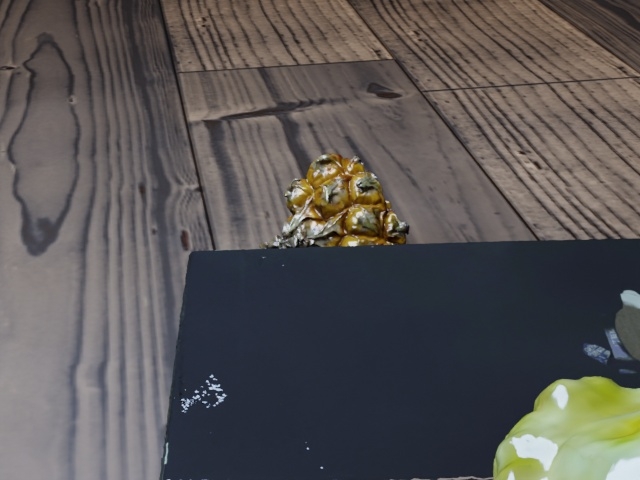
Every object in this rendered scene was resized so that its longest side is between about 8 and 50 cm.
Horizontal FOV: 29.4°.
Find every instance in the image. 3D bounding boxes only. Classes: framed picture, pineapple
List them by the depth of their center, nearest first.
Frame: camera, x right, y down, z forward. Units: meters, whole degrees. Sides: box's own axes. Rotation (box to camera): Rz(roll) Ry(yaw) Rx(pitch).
[{"bbox_3d":[0.071,0.068,0.759,0.324,0.013,0.244,-1,32,-1],"label":"framed picture"},{"bbox_3d":[0.000,0.000,0.898,0.114,0.114,0.077,-24,-7,-11],"label":"pineapple"}]

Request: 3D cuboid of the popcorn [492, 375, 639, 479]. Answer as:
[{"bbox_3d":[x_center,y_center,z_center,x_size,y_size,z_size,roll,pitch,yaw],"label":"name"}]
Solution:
[{"bbox_3d":[0.156,0.138,0.438,0.255,0.195,0.256,-7,7,-26],"label":"popcorn"}]
